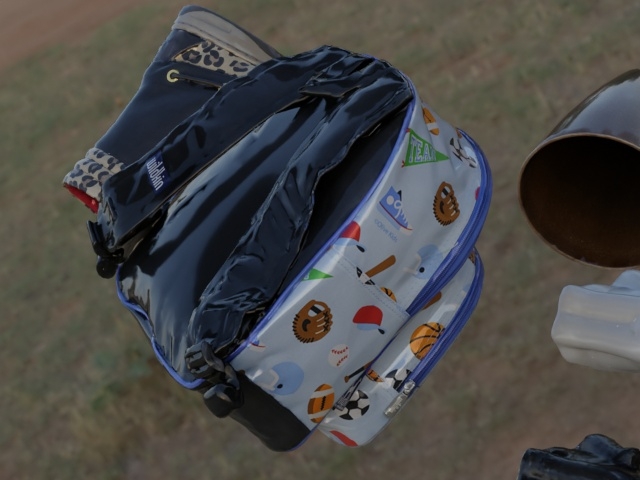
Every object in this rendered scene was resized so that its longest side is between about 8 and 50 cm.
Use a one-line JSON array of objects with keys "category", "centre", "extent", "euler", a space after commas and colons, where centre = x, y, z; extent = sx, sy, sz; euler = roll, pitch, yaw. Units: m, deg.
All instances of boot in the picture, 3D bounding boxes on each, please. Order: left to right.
[{"category": "boot", "centre": [-0.095, -0.081, 1.897], "extent": [0.284, 0.377, 0.138], "euler": [-51, -14, -14]}]

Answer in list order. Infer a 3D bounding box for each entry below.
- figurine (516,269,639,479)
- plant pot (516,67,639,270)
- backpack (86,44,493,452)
[{"category": "figurine", "centre": [0.263, 0.130, 1.170], "extent": [0.209, 0.092, 0.215], "euler": [8, 82, 50]}, {"category": "plant pot", "centre": [0.390, -0.115, 2.071], "extent": [0.215, 0.215, 0.230], "euler": [-14, 30, 37]}, {"category": "backpack", "centre": [0.000, 0.000, 1.159], "extent": [0.263, 0.213, 0.276], "euler": [-54, 35, 5]}]
